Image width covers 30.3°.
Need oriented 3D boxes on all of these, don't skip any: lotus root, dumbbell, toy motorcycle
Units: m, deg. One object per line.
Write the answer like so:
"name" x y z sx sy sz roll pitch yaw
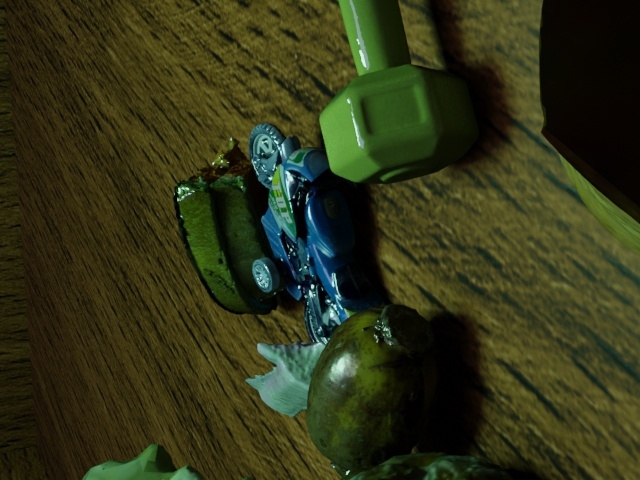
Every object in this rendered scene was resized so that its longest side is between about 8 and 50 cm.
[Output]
"lotus root" 0.045 0.135 1.027 0.120 0.120 0.209 -121 33 -41
"dumbbell" 0.036 -0.195 0.932 0.108 0.121 0.302 46 -148 -81
"toy motorcycle" 0.000 0.000 1.125 0.135 0.092 0.254 -21 88 58

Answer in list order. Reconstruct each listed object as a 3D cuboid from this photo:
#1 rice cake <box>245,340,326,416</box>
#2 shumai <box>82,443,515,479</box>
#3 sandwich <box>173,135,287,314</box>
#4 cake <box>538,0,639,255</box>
"rice cake" -0.031 0.137 1.207 0.051 0.081 0.290 -62 -1 -15
"shumai" -0.039 0.293 0.892 0.395 0.348 0.395 -56 16 25
"sandwich" -0.077 -0.003 1.276 0.159 0.079 0.235 -76 -22 -48
"cake" 0.191 -0.068 0.534 0.178 0.207 0.185 58 -165 -77
